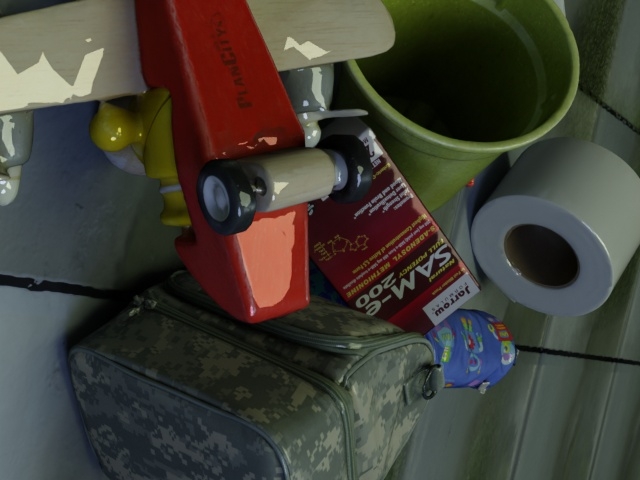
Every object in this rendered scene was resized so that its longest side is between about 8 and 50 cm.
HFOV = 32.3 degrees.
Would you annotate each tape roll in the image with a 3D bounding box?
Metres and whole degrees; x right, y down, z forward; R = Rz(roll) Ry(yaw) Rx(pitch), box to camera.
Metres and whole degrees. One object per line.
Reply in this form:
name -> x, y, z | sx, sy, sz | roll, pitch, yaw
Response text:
tape roll -> 0.388, -0.022, 1.783 | 0.169, 0.246, 0.246 | -49, 138, -36

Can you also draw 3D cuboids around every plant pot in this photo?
plant pot -> 0.121, -0.162, 1.293 | 0.276, 0.276, 0.254 | -56, 177, -29

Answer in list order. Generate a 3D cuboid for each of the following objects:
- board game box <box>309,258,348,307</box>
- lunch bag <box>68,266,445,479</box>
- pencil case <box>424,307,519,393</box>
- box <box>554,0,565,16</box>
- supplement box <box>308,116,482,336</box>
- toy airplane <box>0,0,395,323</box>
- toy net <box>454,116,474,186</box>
board game box -> 0.000, 0.000, 1.275 | 0.047, 0.160, 0.210 | -32, 126, -47
lunch bag -> -0.063, 0.148, 1.108 | 0.256, 0.305, 0.213 | -37, 132, -41
pencil case -> 0.181, 0.167, 1.644 | 0.306, 0.119, 0.133 | 7, 66, -56
box -> 0.262, -0.272, 1.515 | 0.181, 0.119, 0.182 | -72, 156, -89
supplement box -> 0.053, -0.002, 1.165 | 0.130, 0.073, 0.239 | -39, 119, 0
toy airplane -> -0.134, -0.155, 0.973 | 0.386, 0.272, 0.384 | 31, 59, -19
toy net -> 0.190, -0.136, 1.502 | 0.232, 0.045, 0.122 | 148, -60, -89
